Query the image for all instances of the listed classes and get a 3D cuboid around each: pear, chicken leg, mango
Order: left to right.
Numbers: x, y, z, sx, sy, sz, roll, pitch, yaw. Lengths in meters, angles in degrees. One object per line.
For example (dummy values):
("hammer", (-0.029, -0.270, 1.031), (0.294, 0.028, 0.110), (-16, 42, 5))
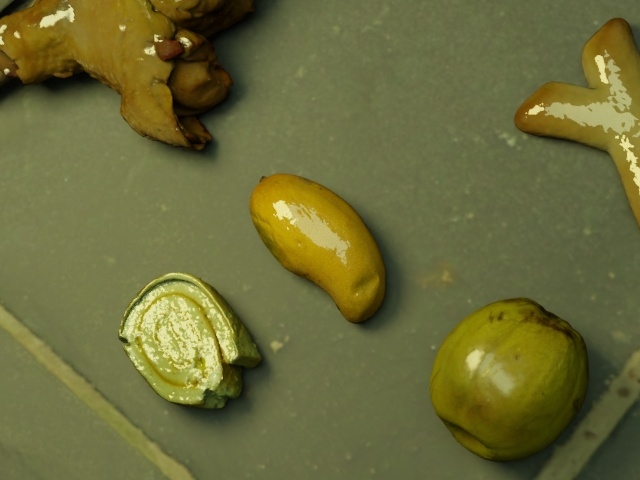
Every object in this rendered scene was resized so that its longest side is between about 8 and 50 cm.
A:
("chicken leg", (-0.238, -0.211, 1.547), (0.409, 0.182, 0.295), (-25, 89, 7))
("mango", (0.000, 0.000, 1.482), (0.190, 0.075, 0.098), (45, 103, 13))
("pear", (0.186, 0.135, 1.376), (0.149, 0.149, 0.162), (35, 84, 17))

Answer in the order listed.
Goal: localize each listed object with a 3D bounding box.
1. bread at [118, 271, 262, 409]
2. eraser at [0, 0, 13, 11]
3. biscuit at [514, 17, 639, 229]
("bread", (-0.139, 0.110, 1.485), (0.117, 0.064, 0.156), (-38, 74, 4))
("eraser", (-0.489, -0.290, 1.633), (0.290, 0.104, 0.189), (-41, 76, -1))
("biscuit", (0.329, -0.120, 1.466), (0.164, 0.047, 0.208), (-45, 72, -4))
